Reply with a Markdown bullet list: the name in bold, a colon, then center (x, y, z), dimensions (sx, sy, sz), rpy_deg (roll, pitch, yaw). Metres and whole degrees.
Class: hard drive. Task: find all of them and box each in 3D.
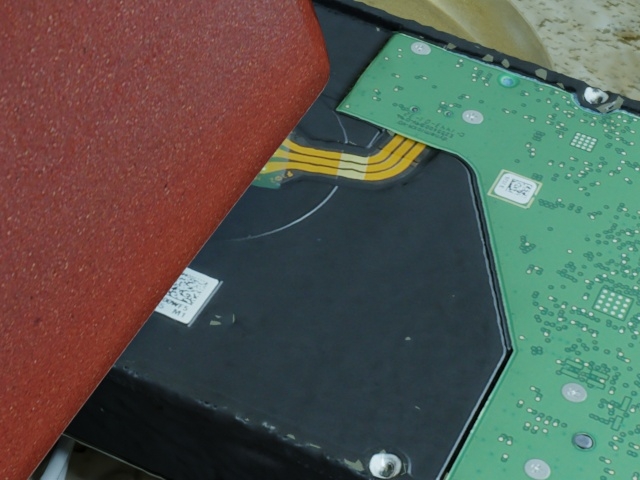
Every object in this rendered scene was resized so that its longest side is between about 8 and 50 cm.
- **hard drive**: center (0.000, 0.000, 0.621), dimensions (0.339, 0.064, 0.237), rpy_deg (21, 47, 15)

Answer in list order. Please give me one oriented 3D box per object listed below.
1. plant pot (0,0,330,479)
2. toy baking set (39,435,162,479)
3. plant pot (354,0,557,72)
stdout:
- **plant pot**: center (-0.177, -0.080, 0.460), dimensions (0.267, 0.236, 0.267), rpy_deg (30, 69, 15)
- **toy baking set**: center (-0.100, 0.050, 0.636), dimensions (0.196, 0.030, 0.256), rpy_deg (-20, 52, -33)
- **plant pot**: center (0.016, -0.101, 0.844), dimensions (0.236, 0.032, 0.236), rpy_deg (15, 43, -14)
